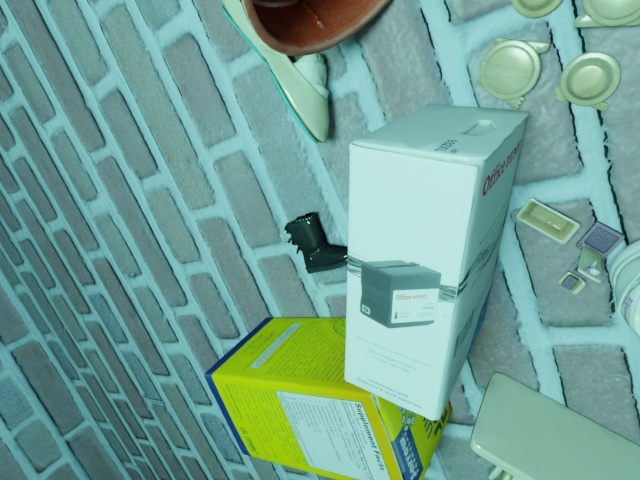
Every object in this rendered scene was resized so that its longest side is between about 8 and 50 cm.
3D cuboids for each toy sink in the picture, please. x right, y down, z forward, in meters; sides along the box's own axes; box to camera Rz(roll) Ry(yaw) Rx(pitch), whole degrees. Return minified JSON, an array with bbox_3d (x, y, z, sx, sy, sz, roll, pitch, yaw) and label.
[{"bbox_3d":[0.320,0.332,0.629,0.234,0.153,0.131,26,127,19],"label":"toy sink"}]

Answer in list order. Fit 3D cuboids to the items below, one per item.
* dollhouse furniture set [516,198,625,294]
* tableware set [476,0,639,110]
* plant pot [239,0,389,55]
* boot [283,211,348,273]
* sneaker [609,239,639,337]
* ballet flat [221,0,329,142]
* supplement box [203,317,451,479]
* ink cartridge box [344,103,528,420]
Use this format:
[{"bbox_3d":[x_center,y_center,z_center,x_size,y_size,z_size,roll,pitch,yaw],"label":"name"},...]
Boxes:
[{"bbox_3d":[0.279,0.014,0.527,0.114,0.081,0.090,34,129,15],"label":"dollhouse furniture set"},{"bbox_3d":[0.252,-0.216,0.460,0.141,0.020,0.168,24,127,24],"label":"tableware set"},{"bbox_3d":[-0.047,-0.382,0.430,0.265,0.272,0.272,49,132,13],"label":"plant pot"},{"bbox_3d":[0.001,0.000,0.734,0.121,0.045,0.099,-16,102,39],"label":"boot"},{"bbox_3d":[0.429,0.024,0.387,0.305,0.152,0.114,-33,92,39],"label":"sneaker"},{"bbox_3d":[-0.043,-0.254,0.605,0.086,0.086,0.248,-33,93,41],"label":"ballet flat"},{"bbox_3d":[0.010,0.264,0.772,0.357,0.195,0.194,-7,111,37],"label":"supplement box"},{"bbox_3d":[0.134,0.012,0.530,0.129,0.223,0.307,16,123,28],"label":"ink cartridge box"}]
